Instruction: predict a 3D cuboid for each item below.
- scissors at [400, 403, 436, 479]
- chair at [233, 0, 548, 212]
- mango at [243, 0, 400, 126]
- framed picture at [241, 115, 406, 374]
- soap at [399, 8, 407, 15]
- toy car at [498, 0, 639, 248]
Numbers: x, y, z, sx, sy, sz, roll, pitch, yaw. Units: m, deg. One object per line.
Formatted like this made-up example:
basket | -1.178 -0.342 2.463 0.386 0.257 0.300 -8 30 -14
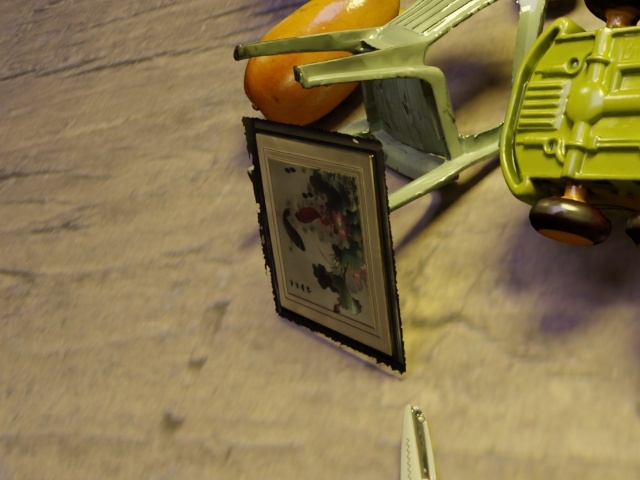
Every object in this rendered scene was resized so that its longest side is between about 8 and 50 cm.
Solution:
scissors | 0.070 0.191 0.695 0.085 0.022 0.176 -26 41 26
chair | 0.076 -0.152 0.930 0.274 0.191 0.203 -22 29 -24
mango | 0.003 -0.210 1.082 0.219 0.112 0.145 -41 -3 36
framed picture | 0.000 0.000 0.842 0.010 0.199 0.195 -19 21 -31
soap | 0.076 -0.240 1.164 0.034 0.012 0.089 10 59 48
toy car | 0.254 -0.079 0.707 0.248 0.142 0.200 13 85 52
